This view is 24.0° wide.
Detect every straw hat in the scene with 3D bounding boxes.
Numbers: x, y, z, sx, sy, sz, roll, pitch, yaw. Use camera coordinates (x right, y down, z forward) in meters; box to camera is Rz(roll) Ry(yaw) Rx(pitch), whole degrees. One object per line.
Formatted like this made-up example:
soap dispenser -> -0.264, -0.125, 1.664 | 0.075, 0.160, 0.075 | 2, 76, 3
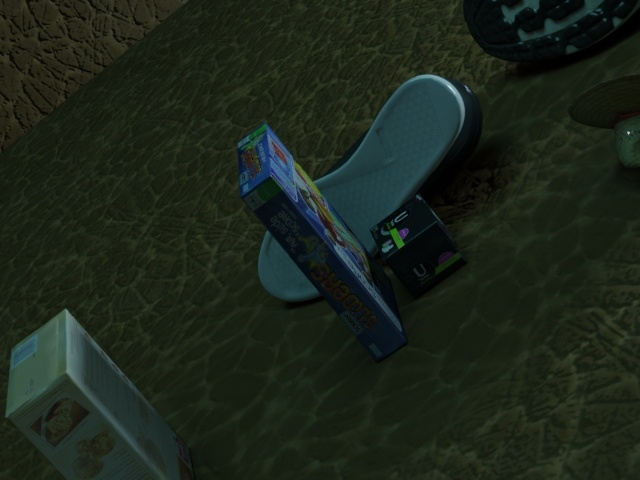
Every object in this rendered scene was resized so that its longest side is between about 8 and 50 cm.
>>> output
straw hat -> 0.279, -0.089, 1.262 | 0.144, 0.144, 0.061 | -16, 69, 45

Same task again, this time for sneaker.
sneaker -> 0.343, -0.316, 1.591 | 0.410, 0.158, 0.182 | -30, -8, 25
sneaker -> 0.061, -0.052, 1.518 | 0.295, 0.104, 0.147 | -49, -11, 24

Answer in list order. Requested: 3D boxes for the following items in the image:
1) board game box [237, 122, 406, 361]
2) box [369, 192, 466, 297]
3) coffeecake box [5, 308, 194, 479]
board game box -> 0.000, 0.000, 1.345 | 0.035, 0.201, 0.136 | -35, 21, 10
box -> 0.090, 0.004, 1.399 | 0.062, 0.052, 0.083 | -37, 20, 6
coffeecake box -> -0.191, 0.170, 1.330 | 0.068, 0.185, 0.142 | -37, 21, 4
